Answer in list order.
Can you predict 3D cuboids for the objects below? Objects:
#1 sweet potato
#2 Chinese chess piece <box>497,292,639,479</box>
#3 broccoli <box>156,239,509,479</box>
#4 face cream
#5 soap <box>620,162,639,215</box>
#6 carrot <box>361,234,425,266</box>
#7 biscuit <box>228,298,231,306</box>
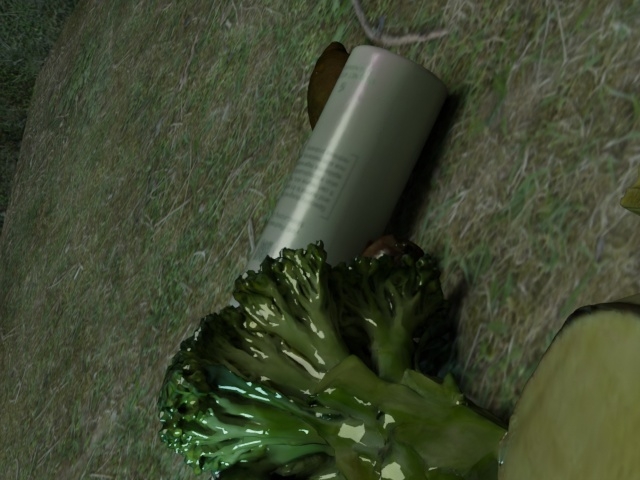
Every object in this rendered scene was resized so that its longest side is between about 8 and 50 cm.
[{"bbox_3d":[0.017,-0.148,1.288,0.077,0.077,0.244,-59,26,23],"label":"sweet potato"},{"bbox_3d":[0.169,0.149,0.576,0.257,0.104,0.257,-173,90,-74],"label":"Chinese chess piece"},{"bbox_3d":[0.036,0.154,0.867,0.252,0.221,0.361,-31,26,-3],"label":"broccoli"},{"bbox_3d":[0.000,0.000,1.121,0.345,0.102,0.102,-64,22,-4],"label":"face cream"},{"bbox_3d":[0.263,-0.047,0.691,0.252,0.037,0.092,14,83,68],"label":"soap"},{"bbox_3d":[0.034,0.080,1.071,0.186,0.060,0.060,-65,23,15],"label":"carrot"},{"bbox_3d":[-0.062,0.101,1.264,0.133,0.032,0.250,-47,27,15],"label":"biscuit"}]
